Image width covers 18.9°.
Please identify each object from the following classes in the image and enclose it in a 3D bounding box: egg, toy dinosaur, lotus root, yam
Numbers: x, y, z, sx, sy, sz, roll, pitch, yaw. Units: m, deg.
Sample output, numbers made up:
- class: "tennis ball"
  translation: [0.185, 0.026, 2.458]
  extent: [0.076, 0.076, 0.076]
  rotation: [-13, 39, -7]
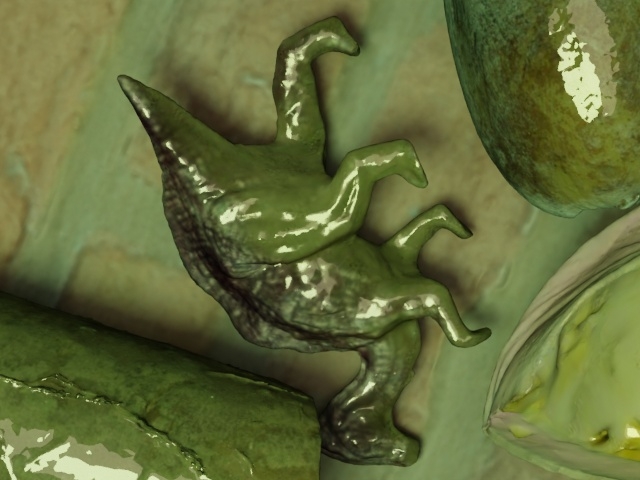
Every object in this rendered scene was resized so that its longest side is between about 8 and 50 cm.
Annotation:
- class: "egg"
  translation: [0.239, 0.046, 1.094]
  extent: [0.271, 0.206, 0.162]
  rotation: [-5, 64, 22]
- class: "toy dinosaur"
  translation: [0.000, 0.002, 1.161]
  extent: [0.162, 0.077, 0.294]
  rotation: [-30, 91, 8]
- class: "lotus root"
  translation: [0.132, -0.173, 1.096]
  extent: [0.140, 0.158, 0.322]
  rotation: [-13, 88, 14]
- class: "yam"
  translation: [-0.148, 0.126, 1.143]
  extent: [0.304, 0.168, 0.168]
  rotation: [17, 96, 5]
